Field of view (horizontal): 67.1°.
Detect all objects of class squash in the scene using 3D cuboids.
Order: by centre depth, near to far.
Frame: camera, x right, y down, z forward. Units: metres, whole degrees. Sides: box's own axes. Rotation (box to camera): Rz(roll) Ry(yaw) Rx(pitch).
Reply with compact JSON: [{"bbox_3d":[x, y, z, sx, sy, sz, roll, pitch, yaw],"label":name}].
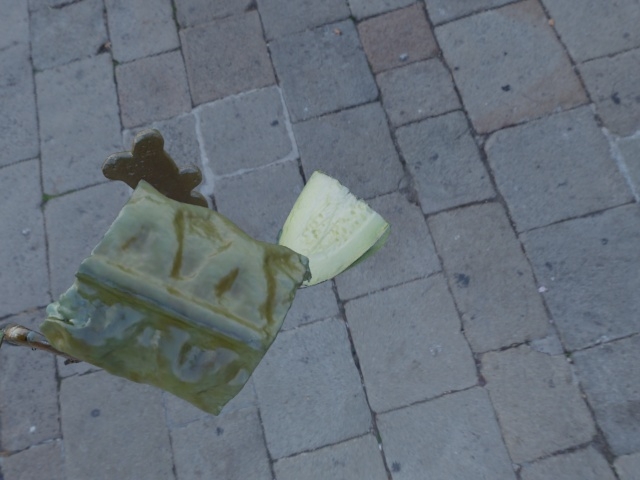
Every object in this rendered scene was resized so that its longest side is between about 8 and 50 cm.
[{"bbox_3d":[0.000,0.000,0.999,0.154,0.204,0.237,-22,47,-27],"label":"squash"}]

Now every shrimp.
[{"bbox_3d":[-0.750,0.273,1.274,0.290,0.222,0.054,1,60,27],"label":"shrimp"}]

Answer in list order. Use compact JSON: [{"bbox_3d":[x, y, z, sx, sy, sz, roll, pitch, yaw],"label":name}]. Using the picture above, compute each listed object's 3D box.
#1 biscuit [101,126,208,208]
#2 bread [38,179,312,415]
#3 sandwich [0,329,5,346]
[{"bbox_3d":[-0.397,-0.142,1.222,0.196,0.301,0.049,-29,48,10],"label":"biscuit"},{"bbox_3d":[-0.167,0.075,0.599,0.252,0.196,0.239,35,52,-11],"label":"bread"},{"bbox_3d":[-0.771,0.255,1.083,0.074,0.074,0.117,-1,72,49],"label":"sandwich"}]
